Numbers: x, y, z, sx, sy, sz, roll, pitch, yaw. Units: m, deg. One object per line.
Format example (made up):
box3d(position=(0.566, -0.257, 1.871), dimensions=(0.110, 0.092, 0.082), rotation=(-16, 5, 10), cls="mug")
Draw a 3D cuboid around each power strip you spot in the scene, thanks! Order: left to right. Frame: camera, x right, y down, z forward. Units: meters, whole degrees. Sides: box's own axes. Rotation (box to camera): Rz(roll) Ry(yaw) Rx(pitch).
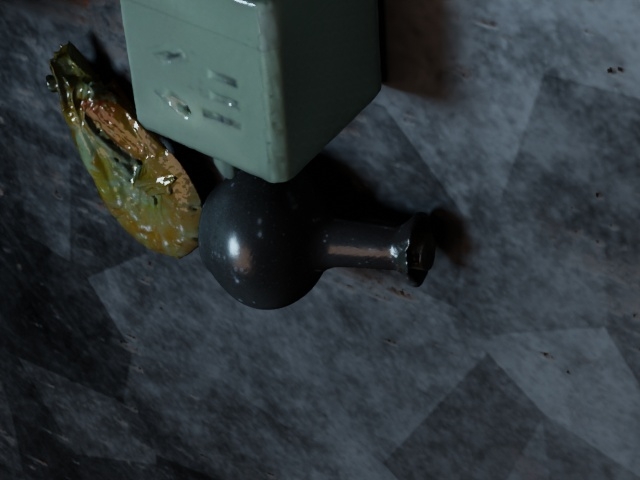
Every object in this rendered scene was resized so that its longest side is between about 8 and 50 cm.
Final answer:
box3d(position=(-0.046, -0.134, 1.347), dimensions=(0.140, 0.139, 0.224), rotation=(22, 138, 26), cls="power strip")

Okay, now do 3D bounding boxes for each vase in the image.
box3d(position=(0.000, 0.000, 1.470), dimensions=(0.183, 0.120, 0.120), rotation=(7, 132, 21), cls="vase")

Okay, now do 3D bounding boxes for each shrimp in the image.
box3d(position=(-0.161, -0.077, 1.592), dimensions=(0.115, 0.051, 0.217), rotation=(-8, 119, 40), cls="shrimp")
